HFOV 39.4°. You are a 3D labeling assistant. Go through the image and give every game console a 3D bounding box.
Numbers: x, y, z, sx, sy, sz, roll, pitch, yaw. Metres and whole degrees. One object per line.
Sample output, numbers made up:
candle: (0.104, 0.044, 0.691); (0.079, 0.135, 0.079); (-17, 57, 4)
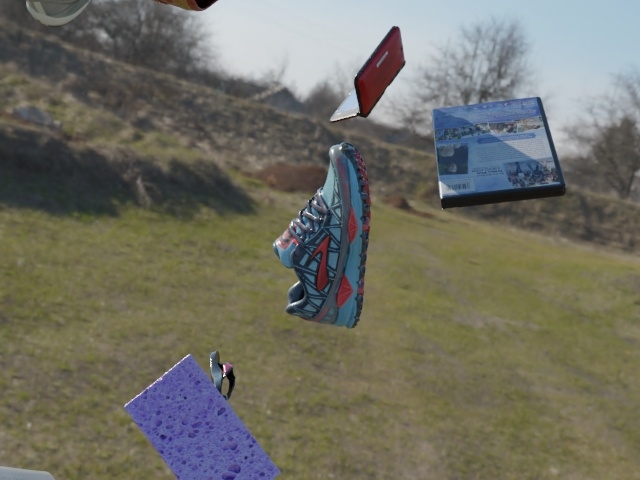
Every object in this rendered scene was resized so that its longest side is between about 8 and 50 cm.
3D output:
game console: (0.071, -0.274, 1.481); (0.085, 0.144, 0.124); (19, -31, 26)

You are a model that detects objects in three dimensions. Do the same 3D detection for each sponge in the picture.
sponge: (-0.164, 0.275, 1.235); (0.210, 0.117, 0.031); (51, -15, 8)

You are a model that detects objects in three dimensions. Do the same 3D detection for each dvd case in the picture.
dvd case: (0.269, -0.141, 1.387); (0.181, 0.022, 0.253); (-6, 39, 8)

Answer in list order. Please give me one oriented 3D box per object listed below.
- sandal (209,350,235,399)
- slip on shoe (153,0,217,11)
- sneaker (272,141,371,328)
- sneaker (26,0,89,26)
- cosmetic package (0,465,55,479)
sandal: (-0.158, 0.233, 1.468); (0.040, 0.067, 0.179); (-8, 15, -8)
slip on shoe: (-0.074, -0.384, 1.097); (0.101, 0.331, 0.123); (38, -24, 28)
sneaker: (0.000, 0.000, 1.156); (0.125, 0.261, 0.104); (3, 25, 0)
sneaker: (-0.276, -0.367, 1.072); (0.086, 0.228, 0.132); (36, -9, 8)
cosmetic package: (-0.358, 0.384, 0.985); (0.230, 0.161, 0.453); (51, -12, 12)
